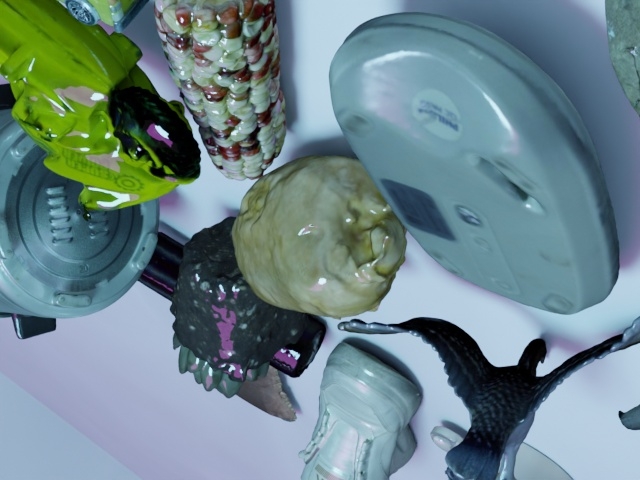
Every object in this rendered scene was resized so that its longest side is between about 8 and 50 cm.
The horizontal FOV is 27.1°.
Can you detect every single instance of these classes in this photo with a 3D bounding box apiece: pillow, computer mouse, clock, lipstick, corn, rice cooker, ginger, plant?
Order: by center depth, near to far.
[{"bbox_3d":[0.121,-0.053,0.941,0.197,0.095,0.331,26,165,27],"label":"computer mouse"},{"bbox_3d":[-0.071,-0.131,1.062,0.092,0.092,0.280,28,159,19],"label":"corn"},{"bbox_3d":[0.000,0.000,1.171,0.152,0.138,0.267,17,171,-7],"label":"ginger"},{"bbox_3d":[-0.090,0.075,1.427,0.129,0.132,0.194,37,142,26],"label":"plant"},{"bbox_3d":[-0.315,-0.032,1.440,0.227,0.241,0.280,1,104,49],"label":"rice cooker"},{"bbox_3d":[0.220,0.286,1.526,0.229,0.063,0.155,29,157,20],"label":"clock"},{"bbox_3d":[-0.132,0.060,1.560,0.300,0.081,0.081,30,158,11],"label":"lipstick"},{"bbox_3d":[-0.099,0.182,1.829,0.135,0.034,0.211,31,157,23],"label":"pillow"}]

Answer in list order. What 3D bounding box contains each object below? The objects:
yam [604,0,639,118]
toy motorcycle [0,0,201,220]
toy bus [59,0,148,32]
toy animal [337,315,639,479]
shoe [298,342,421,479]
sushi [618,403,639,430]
[{"bbox_3d":[0.238,-0.114,0.571,0.154,0.154,0.254,46,160,-25],"label":"yam"},{"bbox_3d":[-0.230,-0.145,1.165,0.342,0.142,0.206,38,154,12],"label":"toy motorcycle"},{"bbox_3d":[-0.210,-0.247,1.040,0.175,0.088,0.101,27,155,16],"label":"toy bus"},{"bbox_3d":[0.155,0.134,1.163,0.272,0.160,0.197,10,172,22],"label":"toy animal"},{"bbox_3d":[0.035,0.246,1.596,0.124,0.159,0.316,28,160,21],"label":"shoe"},{"bbox_3d":[0.350,0.151,0.885,0.139,0.184,0.274,49,156,-27],"label":"sushi"}]
